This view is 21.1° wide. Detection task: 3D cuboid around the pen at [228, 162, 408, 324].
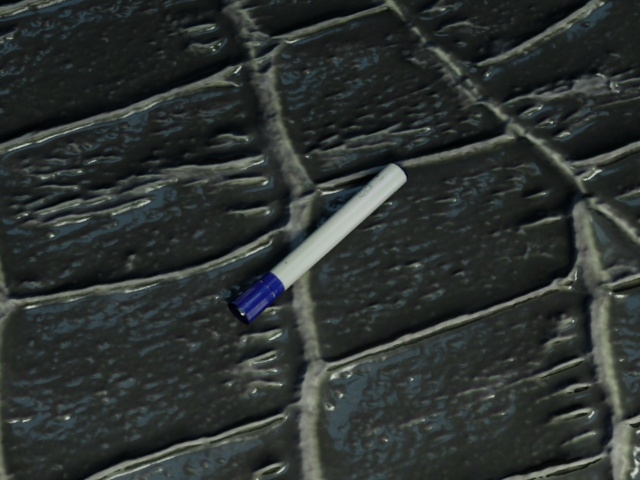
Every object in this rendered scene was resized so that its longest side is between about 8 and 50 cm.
[{"bbox_3d":[0.000,0.000,1.957,0.033,0.033,0.269,39,66,20],"label":"pen"}]
